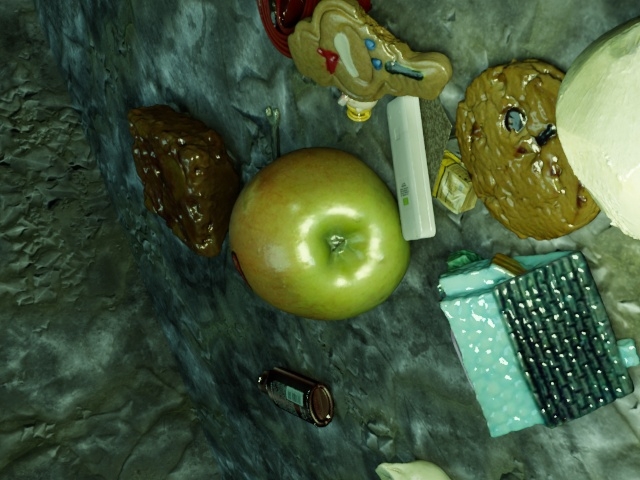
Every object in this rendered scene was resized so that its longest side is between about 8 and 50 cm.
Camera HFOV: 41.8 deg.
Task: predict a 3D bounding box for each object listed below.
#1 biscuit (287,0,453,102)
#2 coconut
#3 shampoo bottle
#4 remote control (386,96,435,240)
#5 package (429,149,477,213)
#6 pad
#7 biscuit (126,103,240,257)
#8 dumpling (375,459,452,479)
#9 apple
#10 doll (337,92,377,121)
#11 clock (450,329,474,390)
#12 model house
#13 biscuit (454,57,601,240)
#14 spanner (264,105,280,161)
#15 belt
[{"bbox_3d":[0.074,-0.307,1.396,0.320,0.047,0.183,27,145,24],"label":"biscuit"},{"bbox_3d":[0.375,-0.126,0.879,0.247,0.245,0.245,39,173,-38],"label":"coconut"},{"bbox_3d":[-0.075,0.424,2.330,0.323,0.084,0.129,3,110,62],"label":"shampoo bottle"},{"bbox_3d":[0.156,-0.126,1.461,0.103,0.034,0.250,163,100,-76],"label":"remote control"},{"bbox_3d":[0.214,-0.110,1.430,0.131,0.047,0.071,48,144,34],"label":"package"},{"bbox_3d":[0.177,-0.156,1.452,0.235,0.003,0.158,99,161,-46],"label":"pad"},{"bbox_3d":[-0.376,-0.178,2.325,0.395,0.166,0.343,37,139,42],"label":"biscuit"},{"bbox_3d":[0.242,0.574,1.851,0.252,0.131,0.179,20,150,29],"label":"dumpling"},{"bbox_3d":[0.000,0.000,1.591,0.305,0.338,0.338,-143,39,-60],"label":"apple"},{"bbox_3d":[0.066,-0.275,1.535,0.073,0.084,0.127,49,155,30],"label":"doll"},{"bbox_3d":[0.301,0.209,1.513,0.110,0.050,0.153,-21,91,63],"label":"clock"},{"bbox_3d":[0.338,0.121,1.278,0.241,0.226,0.261,-19,98,26],"label":"model house"},{"bbox_3d":[0.300,-0.128,1.234,0.296,0.075,0.296,42,144,41],"label":"biscuit"},{"bbox_3d":[-0.107,-0.202,1.984,0.054,0.015,0.254,37,141,42],"label":"spanner"},{"bbox_3d":[-0.012,-0.475,1.499,0.227,0.115,0.324,53,151,20],"label":"belt"}]
